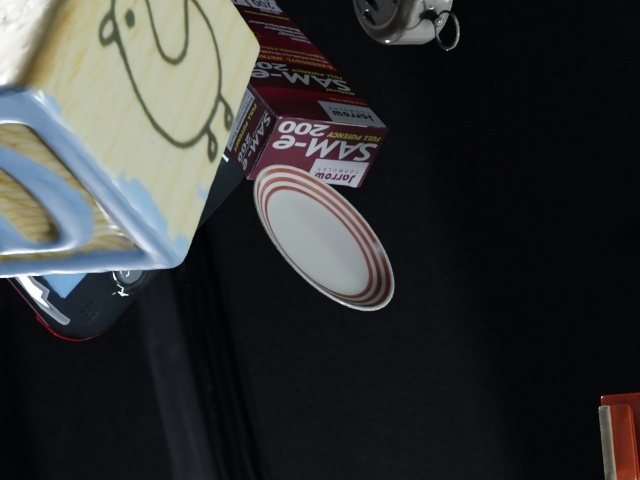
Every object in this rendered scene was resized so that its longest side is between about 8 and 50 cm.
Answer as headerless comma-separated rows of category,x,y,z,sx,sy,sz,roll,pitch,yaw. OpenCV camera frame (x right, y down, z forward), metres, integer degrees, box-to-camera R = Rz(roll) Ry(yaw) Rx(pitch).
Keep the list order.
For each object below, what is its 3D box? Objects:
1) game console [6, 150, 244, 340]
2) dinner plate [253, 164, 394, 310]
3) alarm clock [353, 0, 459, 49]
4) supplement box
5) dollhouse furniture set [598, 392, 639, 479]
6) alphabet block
game console,-0.279,-0.109,1.596,0.342,0.386,0.060,-47,-142,-19
dinner plate,0.000,0.000,1.054,0.017,0.141,0.141,-42,-108,27
alarm clock,0.090,-0.257,1.410,0.192,0.064,0.129,52,-42,40
supplement box,-0.056,-0.149,1.285,0.239,0.130,0.073,52,-53,39
dollhouse furniture set,0.386,0.182,1.220,0.259,0.135,0.262,-7,-104,14
alphabet block,-0.183,-0.107,0.919,0.193,0.192,0.197,-2,-125,27
